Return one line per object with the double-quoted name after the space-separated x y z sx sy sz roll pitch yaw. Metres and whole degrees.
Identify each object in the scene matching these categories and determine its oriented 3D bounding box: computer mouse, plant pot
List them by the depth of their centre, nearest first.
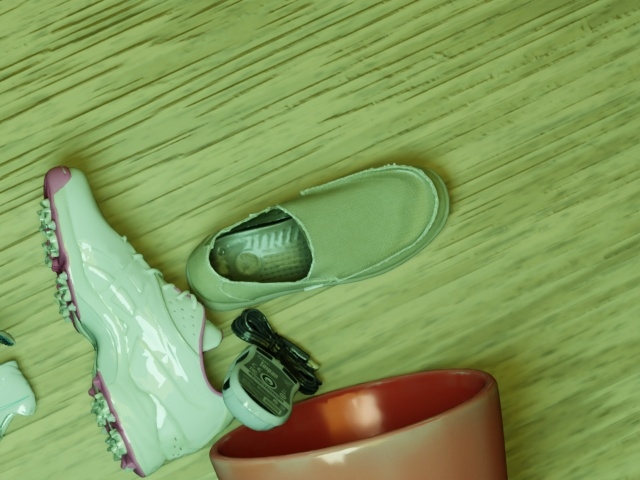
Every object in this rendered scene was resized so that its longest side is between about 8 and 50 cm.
0.058 0.269 1.670 0.275 0.275 0.243 -16 96 -2 "plant pot"
-0.057 0.132 1.712 0.106 0.193 0.042 43 108 -3 "computer mouse"

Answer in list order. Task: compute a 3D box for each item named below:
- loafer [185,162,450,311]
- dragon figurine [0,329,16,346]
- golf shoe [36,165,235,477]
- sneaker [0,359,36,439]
0.000 0.000 1.764 0.268 0.092 0.102 -22 86 -3 "loafer"
-0.430 0.142 1.749 0.289 0.085 0.144 2 85 0 "dragon figurine"
-0.177 0.066 1.758 0.140 0.115 0.306 -19 92 -13 "golf shoe"
-0.342 0.180 1.764 0.152 0.054 0.061 -35 89 -4 "sneaker"
